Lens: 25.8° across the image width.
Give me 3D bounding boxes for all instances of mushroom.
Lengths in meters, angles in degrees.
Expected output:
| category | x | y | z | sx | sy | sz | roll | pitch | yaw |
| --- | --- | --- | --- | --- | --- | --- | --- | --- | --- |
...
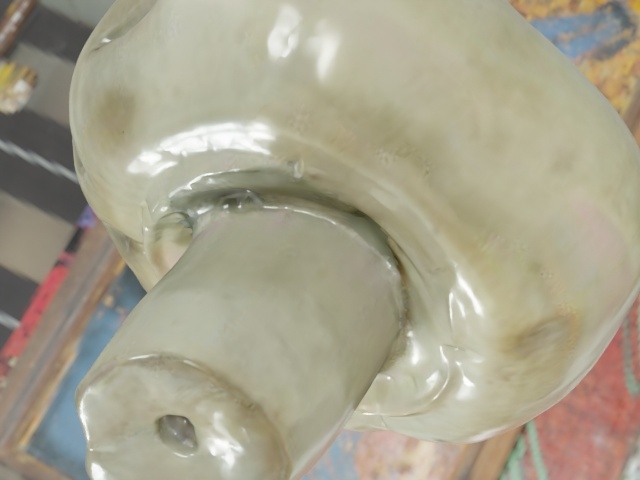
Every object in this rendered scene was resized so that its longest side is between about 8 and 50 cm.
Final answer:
| category | x | y | z | sx | sy | sz | roll | pitch | yaw |
| --- | --- | --- | --- | --- | --- | --- | --- | --- | --- |
| mushroom | 0.022 | -0.018 | 0.815 | 0.325 | 0.353 | 0.353 | -18 | 143 | 9 |
